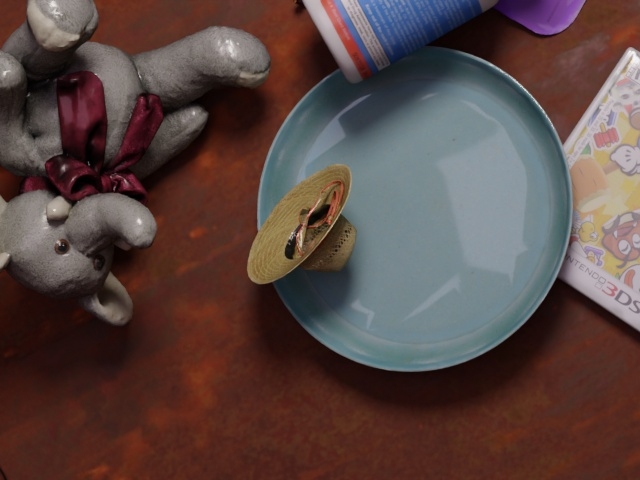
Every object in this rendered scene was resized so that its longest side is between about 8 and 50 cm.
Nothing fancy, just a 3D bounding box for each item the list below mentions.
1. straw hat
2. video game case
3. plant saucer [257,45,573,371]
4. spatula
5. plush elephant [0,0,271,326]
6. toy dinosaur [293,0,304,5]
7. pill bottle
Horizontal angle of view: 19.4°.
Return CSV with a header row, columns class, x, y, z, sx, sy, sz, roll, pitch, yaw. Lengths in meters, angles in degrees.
class,x,y,z,sx,sy,sz,roll,pitch,yaw
straw hat,0.000,0.000,1.795,0.061,0.144,0.144,37,95,-25
video game case,0.321,-0.038,1.799,0.206,0.026,0.227,34,93,12
plant saucer,0.093,-0.030,1.824,0.317,0.043,0.318,-2,84,17
spatula,0.127,-0.299,1.854,0.296,0.030,0.084,29,95,12
plush elephant,-0.236,-0.061,1.804,0.330,0.272,0.255,-23,66,38
toy dinosaur,0.016,-0.241,1.871,0.082,0.047,0.090,-26,92,27
pill bottle,0.096,-0.253,1.777,0.221,0.124,0.124,-29,81,5
